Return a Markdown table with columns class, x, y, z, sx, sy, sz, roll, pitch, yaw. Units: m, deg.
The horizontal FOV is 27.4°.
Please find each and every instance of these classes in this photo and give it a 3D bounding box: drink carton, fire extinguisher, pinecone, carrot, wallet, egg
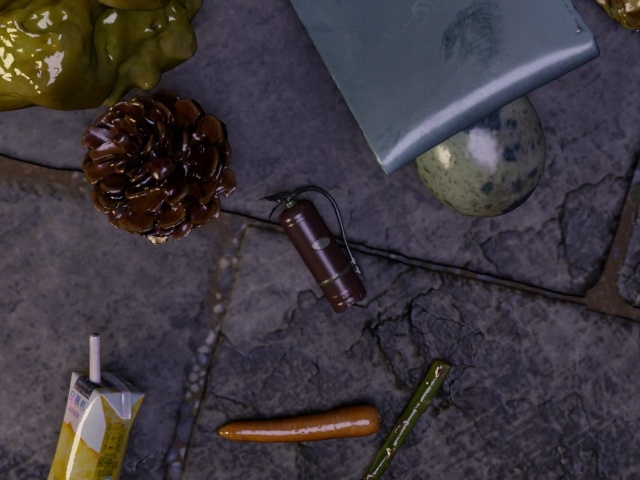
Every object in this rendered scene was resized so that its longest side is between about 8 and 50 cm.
| class | x | y | z | sx | sy | sz | roll | pitch | yaw |
| --- | --- | --- | --- | --- | --- | --- | --- | --- | --- |
| drink carton | -0.244 | 0.196 | 1.443 | 0.074 | 0.084 | 0.200 | 7 | 104 | -40 |
| fire extinguisher | 0.000 | 0.000 | 1.448 | 0.078 | 0.045 | 0.157 | -39 | 104 | -26 |
| pinecone | -0.171 | -0.081 | 1.348 | 0.173 | 0.173 | 0.174 | -1 | 103 | -6 |
| carrot | -0.025 | 0.213 | 1.494 | 0.190 | 0.037 | 0.037 | -7 | 103 | -3 |
| wallet | 0.107 | -0.242 | 1.327 | 0.251 | 0.054 | 0.290 | -29 | 73 | 7 |
| egg | 0.161 | -0.112 | 1.388 | 0.141 | 0.141 | 0.182 | -24 | 92 | 0 |

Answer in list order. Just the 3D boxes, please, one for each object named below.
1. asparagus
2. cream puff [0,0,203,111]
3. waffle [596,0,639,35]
| class | x | y | z | sx | sy | sz | roll | pitch | yaw |
| --- | --- | --- | --- | --- | --- | --- | --- | --- | --- |
| asparagus | 0.078 | 0.241 | 1.518 | 0.025 | 0.024 | 0.248 | 38 | 99 | 31 |
| cream puff | -0.226 | -0.262 | 1.227 | 0.378 | 0.378 | 0.275 | -39 | 104 | 3 |
| waffle | 0.405 | -0.345 | 1.403 | 0.300 | 0.058 | 0.282 | 3 | 103 | -7 |
